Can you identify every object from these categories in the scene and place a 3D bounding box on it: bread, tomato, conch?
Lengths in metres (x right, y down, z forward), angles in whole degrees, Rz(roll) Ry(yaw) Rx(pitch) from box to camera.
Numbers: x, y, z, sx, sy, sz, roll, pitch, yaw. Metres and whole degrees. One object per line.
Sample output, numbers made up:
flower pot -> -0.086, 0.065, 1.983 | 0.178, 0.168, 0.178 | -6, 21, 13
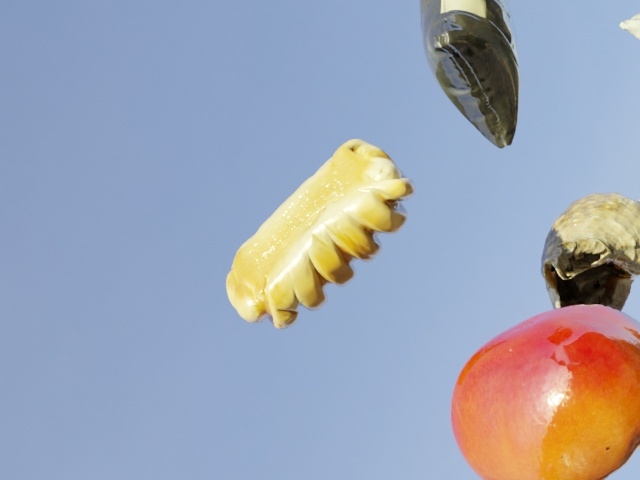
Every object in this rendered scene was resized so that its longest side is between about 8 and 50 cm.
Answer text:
bread -> 0.000, 0.000, 1.842 | 0.311, 0.173, 0.121 | -44, -54, 8
tomato -> 0.271, 0.173, 1.461 | 0.260, 0.260, 0.180 | -27, -85, -42
conch -> 0.445, 0.022, 2.164 | 0.291, 0.159, 0.210 | -9, -52, -36

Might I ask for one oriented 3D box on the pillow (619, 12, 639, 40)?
pillow -> 0.461, -0.259, 1.360 | 0.254, 0.144, 0.078 | -41, -6, 7

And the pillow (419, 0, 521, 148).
pillow -> 0.173, -0.250, 1.508 | 0.186, 0.106, 0.250 | 53, -152, -41
